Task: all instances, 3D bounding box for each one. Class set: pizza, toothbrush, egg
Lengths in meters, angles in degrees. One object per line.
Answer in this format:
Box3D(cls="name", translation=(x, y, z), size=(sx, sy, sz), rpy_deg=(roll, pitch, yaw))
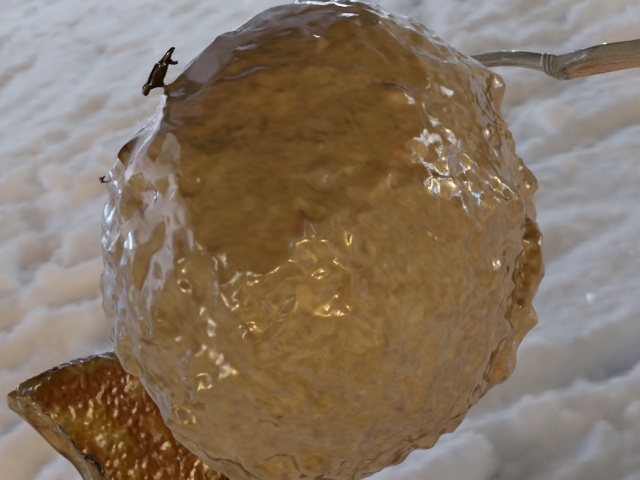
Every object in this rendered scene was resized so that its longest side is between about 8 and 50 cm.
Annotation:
Box3D(cls="pizza", translation=(-0.162, 0.231, 1.342), size=(0.297, 0.071, 0.189), rpy_deg=(47, 43, 17))
Box3D(cls="toothbrush", translation=(0.211, -0.132, 0.980), size=(0.375, 0.028, 0.037), rpy_deg=(-5, 67, 37))
Box3D(cls="egg", translation=(0.000, 0.000, 0.836), size=(0.279, 0.279, 0.310), rpy_deg=(8, 69, 43))
